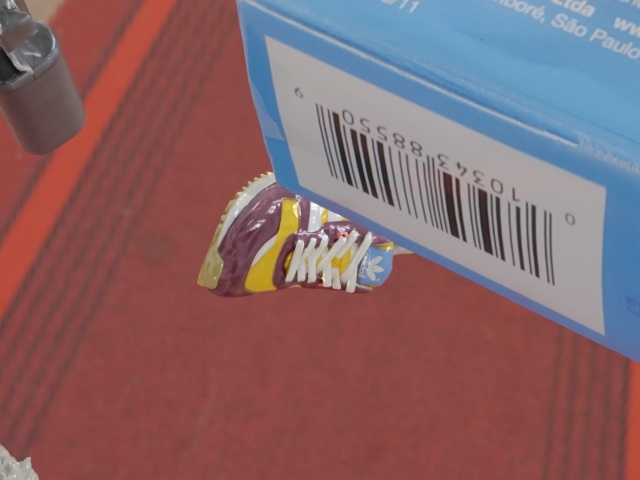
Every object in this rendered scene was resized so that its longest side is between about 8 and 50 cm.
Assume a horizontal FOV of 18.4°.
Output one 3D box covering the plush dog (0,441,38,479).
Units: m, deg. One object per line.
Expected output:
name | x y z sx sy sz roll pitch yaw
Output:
plush dog | -0.267 0.170 0.924 0.225 0.211 0.262 16 -1 -4

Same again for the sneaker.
sneaker | 0.000 0.000 1.190 0.084 0.070 0.185 32 31 16

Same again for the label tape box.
label tape box | 0.175 -0.117 0.628 0.249 0.115 0.348 26 61 24

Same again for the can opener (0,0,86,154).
can opener | -0.192 -0.097 1.063 0.095 0.283 0.076 -35 81 -7
